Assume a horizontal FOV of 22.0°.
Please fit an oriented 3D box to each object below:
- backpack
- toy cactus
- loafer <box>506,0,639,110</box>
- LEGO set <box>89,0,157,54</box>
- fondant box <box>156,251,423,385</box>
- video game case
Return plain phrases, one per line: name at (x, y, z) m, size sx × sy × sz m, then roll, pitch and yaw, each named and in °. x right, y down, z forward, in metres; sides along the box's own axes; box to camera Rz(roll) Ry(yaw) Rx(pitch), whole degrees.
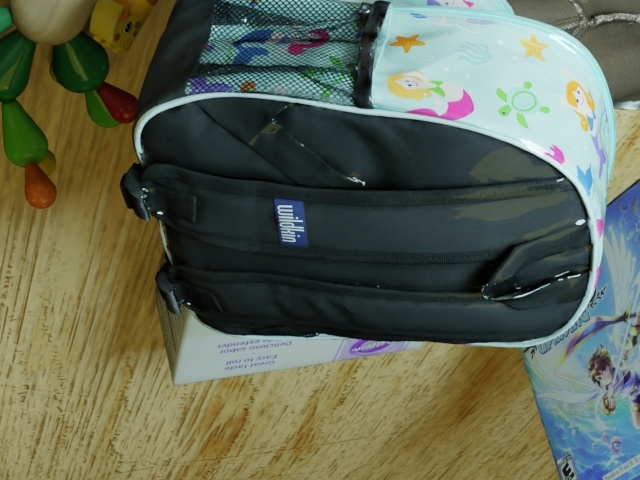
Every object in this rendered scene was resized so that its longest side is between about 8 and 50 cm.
backpack at (0.042, -0.044, 0.942) m, size 0.253 × 0.191 × 0.225 m, roll 8°, pitch 142°, yaw 15°
toy cactus at (-0.193, -0.116, 1.037) m, size 0.219 × 0.112 × 0.180 m, roll 18°, pitch 130°, yaw -36°
loafer at (0.148, -0.122, 1.147) m, size 0.366 × 0.130 × 0.134 m, roll 1°, pitch 150°, yaw -30°
LEGO set at (-0.099, -0.154, 0.968) m, size 0.093 × 0.087 × 0.227 m, roll -59°, pitch 150°, yaw -2°
fondant box at (0.000, 0.000, 1.362) m, size 0.238 × 0.096 × 0.330 m, roll -7°, pitch 155°, yaw -15°
video game case at (0.295, 0.095, 1.536) m, size 0.061 × 0.244 × 0.269 m, roll 4°, pitch 149°, yaw -32°
